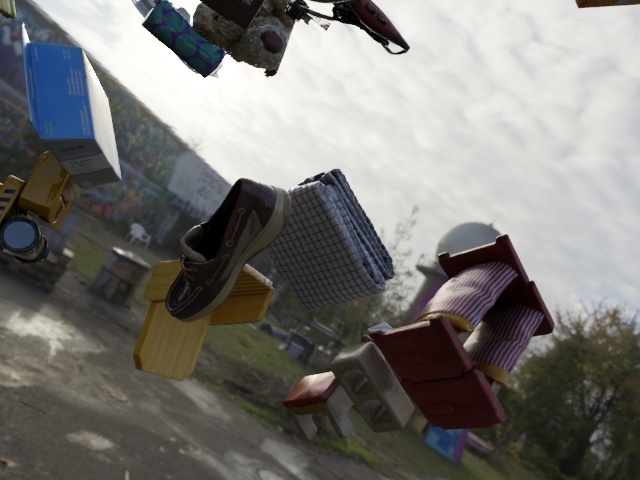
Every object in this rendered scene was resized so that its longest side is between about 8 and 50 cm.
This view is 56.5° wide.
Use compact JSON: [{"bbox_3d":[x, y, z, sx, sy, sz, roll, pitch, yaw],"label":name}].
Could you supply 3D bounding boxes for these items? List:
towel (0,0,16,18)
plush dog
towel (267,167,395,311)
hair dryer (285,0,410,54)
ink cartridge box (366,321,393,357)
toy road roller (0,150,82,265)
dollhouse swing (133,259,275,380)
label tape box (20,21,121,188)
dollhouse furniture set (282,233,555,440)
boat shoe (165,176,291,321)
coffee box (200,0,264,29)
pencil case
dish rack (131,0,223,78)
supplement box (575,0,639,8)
[{"bbox_3d":[-0.565,-0.435,0.931,0.021,0.102,0.237,-10,0,8],"label":"towel"},{"bbox_3d":[-0.184,-0.491,1.383,0.226,0.262,0.210,20,-27,-10],"label":"plush dog"},{"bbox_3d":[0.000,0.000,1.280,0.235,0.121,0.283,-18,-72,41],"label":"towel"},{"bbox_3d":[0.058,-0.375,0.908,0.224,0.080,0.293,15,5,-6],"label":"hair dryer"},{"bbox_3d":[0.109,0.205,1.153,0.048,0.083,0.028,-15,37,-36],"label":"ink cartridge box"},{"bbox_3d":[-0.808,-0.106,1.582,0.241,0.329,0.202,26,-19,-11],"label":"toy road roller"},{"bbox_3d":[-0.336,0.250,1.781,0.315,0.304,0.347,-5,-23,17],"label":"dollhouse swing"},{"bbox_3d":[-0.578,-0.307,1.397,0.115,0.249,0.347,-12,-17,-10],"label":"label tape box"},{"bbox_3d":[0.107,0.149,0.843,0.374,0.201,0.152,-24,-78,46],"label":"dollhouse furniture set"},{"bbox_3d":[-0.196,0.017,1.052,0.123,0.342,0.123,20,38,-39],"label":"boat shoe"},{"bbox_3d":[-0.160,-0.498,1.114,0.098,0.141,0.246,27,19,-27],"label":"coffee box"},{"bbox_3d":[-0.242,-0.362,1.066,0.152,0.070,0.064,40,-13,-16],"label":"pencil case"},{"bbox_3d":[-0.424,-0.645,1.869,0.285,0.072,0.333,50,14,-6],"label":"dish rack"},{"bbox_3d":[0.482,-0.392,0.858,0.234,0.078,0.080,-7,-19,-9],"label":"supplement box"}]
